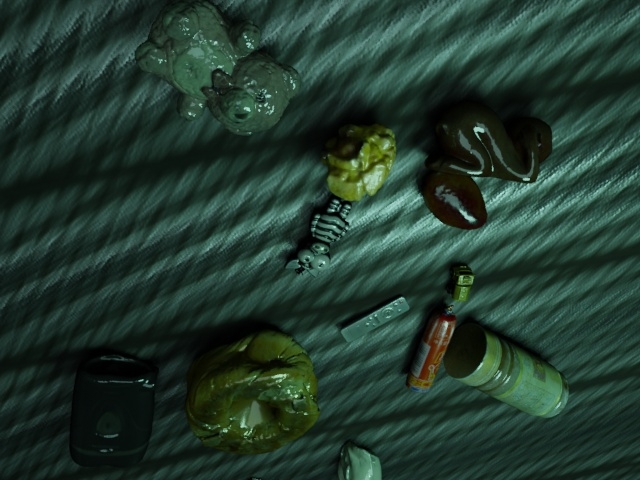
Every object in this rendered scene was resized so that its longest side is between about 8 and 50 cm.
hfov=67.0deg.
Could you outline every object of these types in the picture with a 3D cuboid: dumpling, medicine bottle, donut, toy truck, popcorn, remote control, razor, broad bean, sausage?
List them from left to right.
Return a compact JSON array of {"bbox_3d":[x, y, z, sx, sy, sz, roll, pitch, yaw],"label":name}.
[{"bbox_3d":[-0.536,0.444,1.253,0.205,0.113,0.348,12,115,-13],"label":"razor"},{"bbox_3d":[-0.169,0.391,1.234,0.361,0.170,0.360,-4,125,-6],"label":"donut"},{"bbox_3d":[0.116,0.699,1.472,0.151,0.124,0.228,9,119,31],"label":"dumpling"},{"bbox_3d":[0.076,-0.161,0.964,0.152,0.148,0.167,19,104,-49],"label":"popcorn"},{"bbox_3d":[0.138,0.198,1.238,0.184,0.027,0.050,-29,119,5],"label":"remote control"},{"bbox_3d":[0.295,0.279,1.271,0.074,0.074,0.273,8,117,-10],"label":"sausage"},{"bbox_3d":[0.295,-0.090,1.062,0.114,0.084,0.165,-41,110,-2],"label":"broad bean"},{"bbox_3d":[0.346,0.104,1.187,0.049,0.054,0.083,1,118,-6],"label":"toy truck"},{"bbox_3d":[0.497,0.351,1.284,0.323,0.151,0.151,28,113,-20],"label":"medicine bottle"}]

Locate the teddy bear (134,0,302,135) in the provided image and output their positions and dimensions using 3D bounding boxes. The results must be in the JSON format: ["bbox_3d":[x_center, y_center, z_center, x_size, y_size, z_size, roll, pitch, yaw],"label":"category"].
[{"bbox_3d":[-0.179,-0.298,0.859,0.236,0.151,0.267,-30,117,34],"label":"teddy bear"}]

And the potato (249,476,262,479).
[{"bbox_3d":[-0.168,0.828,1.517,0.172,0.100,0.089,28,118,-22],"label":"potato"}]

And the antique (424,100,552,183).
[{"bbox_3d":[0.353,-0.201,0.987,0.257,0.121,0.143,9,109,-3],"label":"antique"}]

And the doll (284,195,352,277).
[{"bbox_3d":[0.000,0.000,1.089,0.091,0.067,0.219,20,117,-20],"label":"doll"}]
